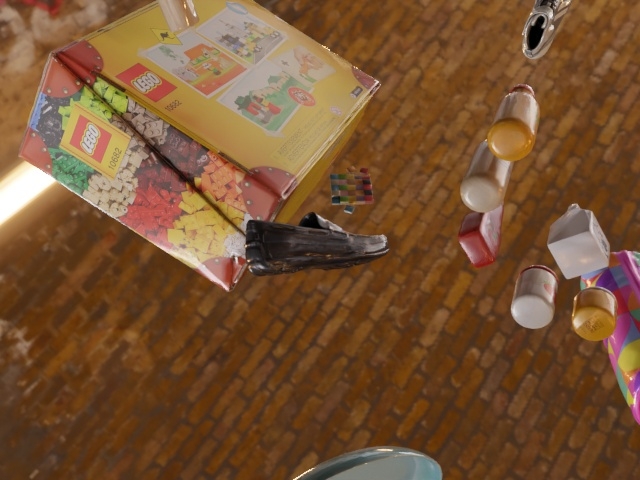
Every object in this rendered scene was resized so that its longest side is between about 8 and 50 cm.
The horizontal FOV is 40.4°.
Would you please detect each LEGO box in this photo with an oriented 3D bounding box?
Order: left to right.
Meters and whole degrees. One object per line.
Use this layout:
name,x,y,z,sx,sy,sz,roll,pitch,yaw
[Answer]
LEGO box,-0.163,-0.201,1.396,0.193,0.372,0.500,-58,178,34

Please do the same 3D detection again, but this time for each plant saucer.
plant saucer,0.025,0.387,1.249,0.317,0.317,0.044,-30,-126,0

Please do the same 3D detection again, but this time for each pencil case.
pencil case,0.366,0.103,0.976,0.104,0.104,0.236,-21,-150,11

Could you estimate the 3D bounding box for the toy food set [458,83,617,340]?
toy food set,0.198,-0.020,0.808,0.111,0.232,0.104,-23,-159,31

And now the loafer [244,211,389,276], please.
loafer,0.000,0.000,1.154,0.223,0.078,0.076,-3,171,-36

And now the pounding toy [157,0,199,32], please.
pounding toy,-0.084,-0.247,0.492,0.110,0.183,0.237,6,-137,30

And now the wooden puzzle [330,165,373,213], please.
wooden puzzle,0.037,-0.063,1.049,0.049,0.006,0.083,-1,-134,-3

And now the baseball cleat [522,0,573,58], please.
baseball cleat,0.445,-0.453,1.679,0.072,0.109,0.206,17,-86,15
